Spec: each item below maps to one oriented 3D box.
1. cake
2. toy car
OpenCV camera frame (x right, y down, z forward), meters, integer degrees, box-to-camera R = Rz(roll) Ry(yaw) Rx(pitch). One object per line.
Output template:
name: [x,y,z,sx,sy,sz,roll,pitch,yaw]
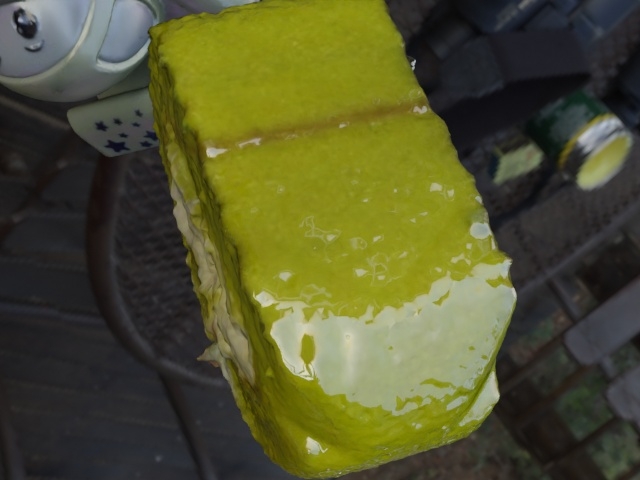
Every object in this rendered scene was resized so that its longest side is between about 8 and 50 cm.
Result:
cake: [0.000,0.000,0.663,0.156,0.260,0.179,-15,154,-10]
toy car: [-0.216,-0.198,0.959,0.242,0.226,0.336,-9,175,28]
